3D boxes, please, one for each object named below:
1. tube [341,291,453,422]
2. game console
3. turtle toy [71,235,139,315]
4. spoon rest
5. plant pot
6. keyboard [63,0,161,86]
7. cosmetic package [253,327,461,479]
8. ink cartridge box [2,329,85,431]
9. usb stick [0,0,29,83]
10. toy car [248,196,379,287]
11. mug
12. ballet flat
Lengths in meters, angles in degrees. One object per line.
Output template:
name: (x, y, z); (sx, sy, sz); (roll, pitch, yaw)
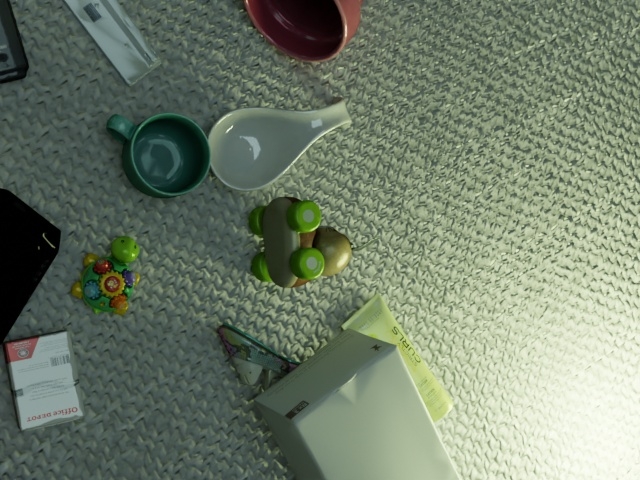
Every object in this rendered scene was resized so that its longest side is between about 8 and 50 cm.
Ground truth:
tube: (0.139, 0.213, 1.867); (0.240, 0.062, 0.070); (53, 29, -8)
game console: (-0.542, -0.012, 1.512); (0.361, 0.044, 0.213); (44, 66, -41)
turtle toy: (-0.325, 0.054, 1.664); (0.095, 0.066, 0.130); (25, 78, -21)
spoon rest: (-0.063, -0.177, 1.782); (0.276, 0.084, 0.137); (-25, 97, -23)
plant pot: (-0.003, -0.431, 1.773); (0.201, 0.201, 0.180); (44, 56, -16)
keyboard: (-0.357, -0.369, 1.703); (0.072, 0.014, 0.256); (-40, 103, -15)
cosmetic package: (0.082, 0.364, 1.745); (0.217, 0.156, 0.385); (-33, 110, -22)
ink cartridge box: (-0.421, 0.211, 1.620); (0.099, 0.056, 0.135); (-10, 91, -23)
usb stick: (-0.514, -0.376, 1.615); (0.077, 0.045, 0.278); (-18, 95, -24)
toy car: (0.000, 0.000, 1.771); (0.188, 0.155, 0.149); (-3, 89, -33)
mug: (-0.254, -0.143, 1.688); (0.129, 0.097, 0.158); (-29, 98, -22)
ballet flat: (-0.083, 0.213, 1.762); (0.221, 0.077, 0.079); (28, 80, -24)
